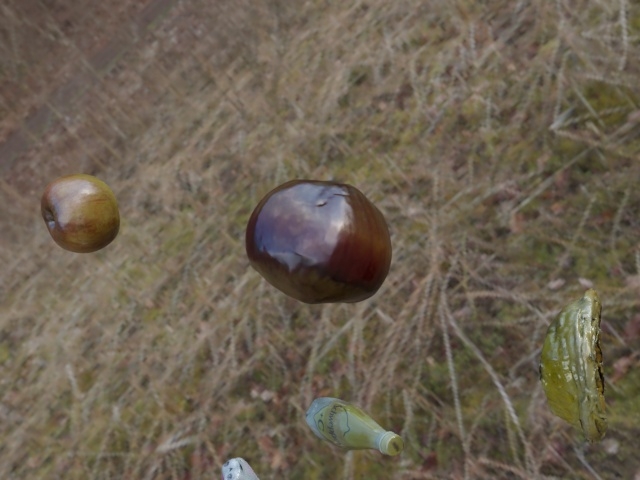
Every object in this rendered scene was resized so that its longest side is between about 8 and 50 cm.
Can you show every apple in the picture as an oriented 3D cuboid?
[{"bbox_3d":[-0.239,-0.028,0.965,0.071,0.084,0.084,-23,8,-29],"label":"apple"}]

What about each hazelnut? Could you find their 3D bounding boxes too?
[{"bbox_3d":[0.000,0.000,1.614,0.217,0.251,0.217,-166,90,-87],"label":"hazelnut"}]

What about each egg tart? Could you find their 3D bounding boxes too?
[{"bbox_3d":[0.396,0.194,1.485,0.098,0.252,0.232,-1,69,21],"label":"egg tart"}]

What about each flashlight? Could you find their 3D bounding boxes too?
[{"bbox_3d":[-0.092,0.428,1.561,0.047,0.200,0.093,-37,31,5],"label":"flashlight"}]

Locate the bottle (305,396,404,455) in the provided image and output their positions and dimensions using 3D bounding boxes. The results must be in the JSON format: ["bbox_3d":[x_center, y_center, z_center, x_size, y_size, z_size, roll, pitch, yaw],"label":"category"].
[{"bbox_3d":[0.063,0.341,1.740,0.083,0.083,0.269,-50,22,-19],"label":"bottle"}]
